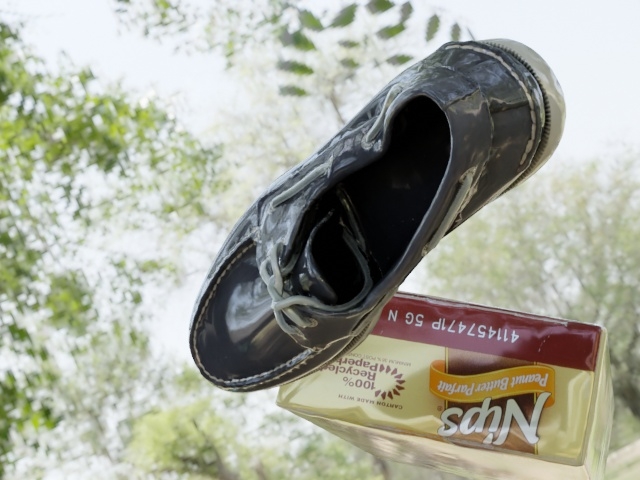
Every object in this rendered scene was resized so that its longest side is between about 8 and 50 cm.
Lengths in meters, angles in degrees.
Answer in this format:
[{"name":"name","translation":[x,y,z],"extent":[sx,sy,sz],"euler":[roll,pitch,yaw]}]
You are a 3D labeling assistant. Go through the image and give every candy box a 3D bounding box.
[{"name":"candy box","translation":[0.104,0.115,0.801],"extent":[0.183,0.087,0.316],"euler":[9,-13,17]}]

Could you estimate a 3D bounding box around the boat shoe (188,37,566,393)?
[{"name":"boat shoe","translation":[0.000,0.000,0.436],"extent":[0.206,0.075,0.065],"euler":[-42,-12,36]}]
